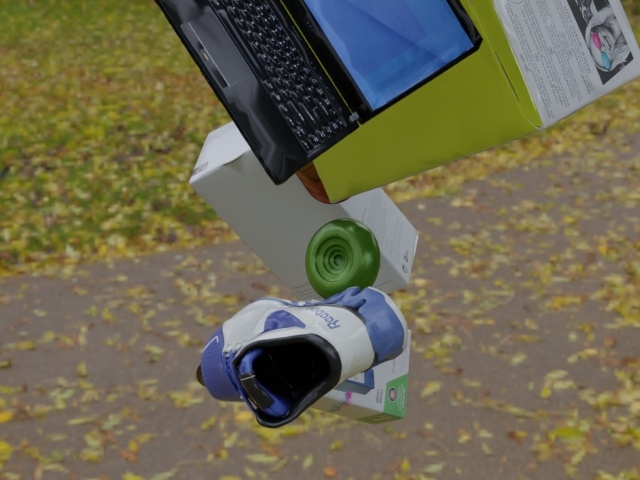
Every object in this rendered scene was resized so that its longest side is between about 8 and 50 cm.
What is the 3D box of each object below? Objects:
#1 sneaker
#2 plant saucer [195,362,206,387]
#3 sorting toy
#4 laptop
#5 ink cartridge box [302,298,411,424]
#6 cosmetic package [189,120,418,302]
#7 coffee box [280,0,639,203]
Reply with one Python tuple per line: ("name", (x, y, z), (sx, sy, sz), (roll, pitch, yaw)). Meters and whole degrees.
("sneaker", (-0.064, 0.147, 1.299), (0.315, 0.127, 0.182), (-18, 6, 42))
("plant saucer", (-0.140, 0.184, 1.524), (0.083, 0.083, 0.015), (-6, 43, -12))
("sorting toy", (0.000, 0.000, 1.512), (0.127, 0.365, 0.126), (-13, -14, 32))
("laptop", (0.001, -0.221, 1.020), (0.136, 0.234, 0.264), (-29, 7, 39))
("ink cartridge box", (0.037, 0.200, 1.716), (0.212, 0.154, 0.093), (20, -25, -30))
("cosmetic package", (-0.023, -0.057, 1.866), (0.217, 0.385, 0.156), (-22, 32, 30))
("coffee box", (0.158, -0.286, 1.371), (0.338, 0.338, 0.334), (-18, 8, 41))
